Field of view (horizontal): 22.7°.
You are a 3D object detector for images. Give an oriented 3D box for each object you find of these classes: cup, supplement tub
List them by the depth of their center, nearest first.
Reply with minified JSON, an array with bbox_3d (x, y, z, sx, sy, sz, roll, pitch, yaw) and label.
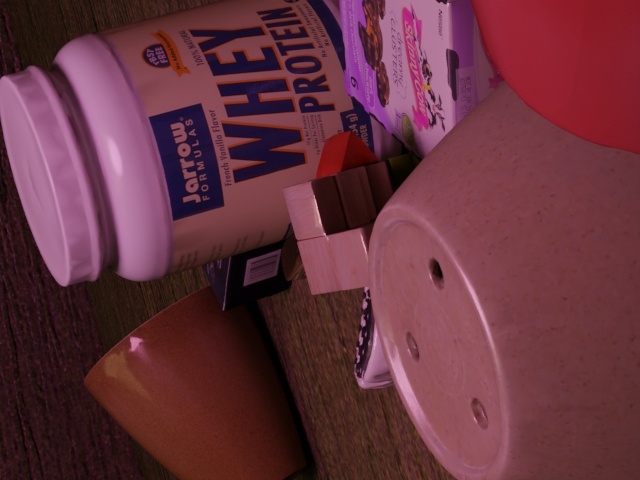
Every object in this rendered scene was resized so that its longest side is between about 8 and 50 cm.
[{"bbox_3d":[0.167,0.026,0.924,0.331,0.237,0.331,163,90,-72],"label":"cup"},{"bbox_3d":[-0.113,-0.097,1.485,0.235,0.324,0.235,163,90,-72],"label":"supplement tub"}]

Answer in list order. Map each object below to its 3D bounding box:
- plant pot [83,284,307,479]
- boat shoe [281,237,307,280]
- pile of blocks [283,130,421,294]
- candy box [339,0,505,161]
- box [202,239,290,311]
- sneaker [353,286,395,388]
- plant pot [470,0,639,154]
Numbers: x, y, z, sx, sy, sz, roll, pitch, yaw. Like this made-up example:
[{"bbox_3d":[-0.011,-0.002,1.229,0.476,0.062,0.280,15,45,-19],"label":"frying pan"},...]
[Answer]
[{"bbox_3d":[-0.137,0.221,2.053,0.254,0.237,0.237,54,158,11],"label":"plant pot"},{"bbox_3d":[0.000,0.002,1.710,0.153,0.048,0.056,124,140,-59],"label":"boat shoe"},{"bbox_3d":[0.053,-0.037,1.284,0.362,0.149,0.113,-59,-46,-86],"label":"pile of blocks"},{"bbox_3d":[0.086,-0.157,1.257,0.196,0.070,0.165,-132,30,-51],"label":"candy box"},{"bbox_3d":[-0.099,-0.030,1.872,0.156,0.093,0.158,104,144,-58],"label":"box"},{"bbox_3d":[0.089,0.078,1.347,0.292,0.118,0.110,-89,5,-86],"label":"sneaker"},{"bbox_3d":[0.169,-0.182,0.727,0.243,0.275,0.275,83,162,-60],"label":"plant pot"}]
